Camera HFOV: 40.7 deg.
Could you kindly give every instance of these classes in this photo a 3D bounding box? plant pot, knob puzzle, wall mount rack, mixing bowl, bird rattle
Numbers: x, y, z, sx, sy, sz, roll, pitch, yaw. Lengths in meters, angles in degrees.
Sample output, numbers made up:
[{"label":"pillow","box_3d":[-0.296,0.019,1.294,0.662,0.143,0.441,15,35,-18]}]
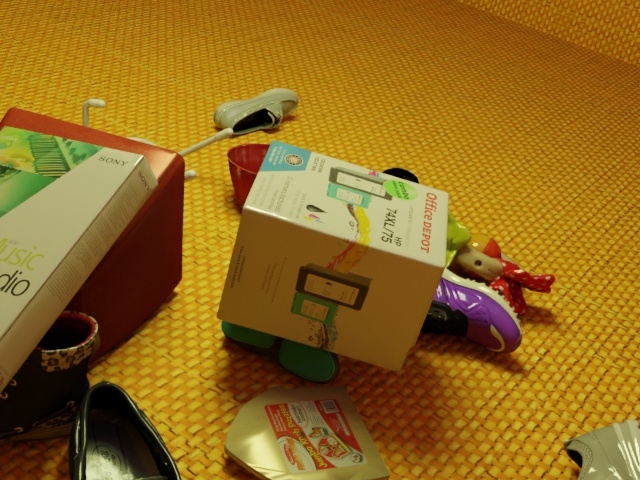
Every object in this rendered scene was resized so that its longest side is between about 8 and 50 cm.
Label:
[{"label":"plant pot","box_3d":[-0.359,0.014,1.204,0.267,0.267,0.235,15,43,5]},{"label":"knob puzzle","box_3d":[-0.031,0.262,1.112,0.213,0.030,0.213,9,31,-6]},{"label":"wall mount rack","box_3d":[-0.343,-0.151,1.586,0.304,0.130,0.350,16,32,6]},{"label":"mixing bowl","box_3d":[-0.093,-0.106,1.623,0.182,0.098,0.181,10,23,-4]},{"label":"bird rattle","box_3d":[0.290,0.029,1.530,0.254,0.143,0.207,20,15,7]}]

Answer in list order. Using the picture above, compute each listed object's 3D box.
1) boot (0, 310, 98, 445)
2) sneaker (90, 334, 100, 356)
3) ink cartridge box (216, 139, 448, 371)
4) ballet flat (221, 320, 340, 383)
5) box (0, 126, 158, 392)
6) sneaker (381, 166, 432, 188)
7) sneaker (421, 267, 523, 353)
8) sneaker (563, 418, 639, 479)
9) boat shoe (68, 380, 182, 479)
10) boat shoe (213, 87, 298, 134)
[{"label":"boot","box_3d":[-0.375,0.166,0.996,0.236,0.178,0.085,-6,47,-31]},{"label":"sneaker","box_3d":[-0.374,0.150,1.094,0.192,0.064,0.086,-8,22,31]},{"label":"ink cartridge box","box_3d":[0.022,0.020,1.211,0.270,0.197,0.198,17,34,-1]},{"label":"ballet flat","box_3d":[-0.050,0.150,1.257,0.203,0.074,0.074,21,31,25]},{"label":"box","box_3d":[-0.370,0.006,1.001,0.232,0.058,0.322,13,53,25]},{"label":"sneaker","box_3d":[0.160,-0.072,1.603,0.131,0.148,0.350,24,27,19]},{"label":"sneaker","box_3d":[0.174,0.112,1.382,0.293,0.102,0.146,34,54,22]},{"label":"sneaker","box_3d":[0.369,0.351,1.076,0.115,0.105,0.281,-13,29,16]},{"label":"boat shoe","box_3d":[-0.203,0.283,0.934,0.127,0.113,0.340,-1,33,-21]},{"label":"boat shoe","box_3d":[-0.130,-0.281,1.942,0.228,0.079,0.081,-20,53,-35]}]
